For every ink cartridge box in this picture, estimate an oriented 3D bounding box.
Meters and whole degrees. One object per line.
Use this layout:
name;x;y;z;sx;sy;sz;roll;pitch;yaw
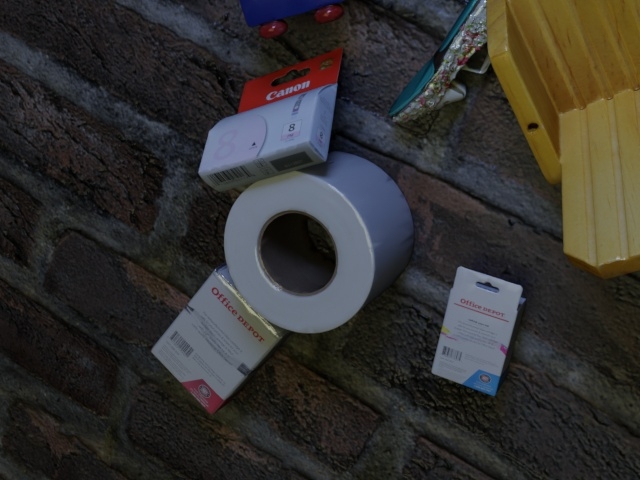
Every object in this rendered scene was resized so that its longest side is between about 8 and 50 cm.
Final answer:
ink cartridge box;0.240;0.127;1.456;0.104;0.061;0.181;19;112;20
ink cartridge box;-0.070;-0.191;1.429;0.189;0.232;0.066;-14;143;28
ink cartridge box;-0.158;0.159;1.641;0.158;0.092;0.218;45;120;8

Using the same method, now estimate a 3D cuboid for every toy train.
toy train;0.019;-0.372;1.382;0.248;0.143;0.105;-10;108;23

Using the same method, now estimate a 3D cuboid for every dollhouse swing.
dollhouse swing;0.383;-0.186;1.140;0.347;0.305;0.315;-17;116;29

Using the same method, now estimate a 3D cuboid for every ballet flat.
ballet flat;0.189;-0.243;1.368;0.077;0.091;0.241;32;122;-10

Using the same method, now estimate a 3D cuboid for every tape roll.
tape roll;0.000;0.000;1.475;0.246;0.169;0.246;7;107;24
